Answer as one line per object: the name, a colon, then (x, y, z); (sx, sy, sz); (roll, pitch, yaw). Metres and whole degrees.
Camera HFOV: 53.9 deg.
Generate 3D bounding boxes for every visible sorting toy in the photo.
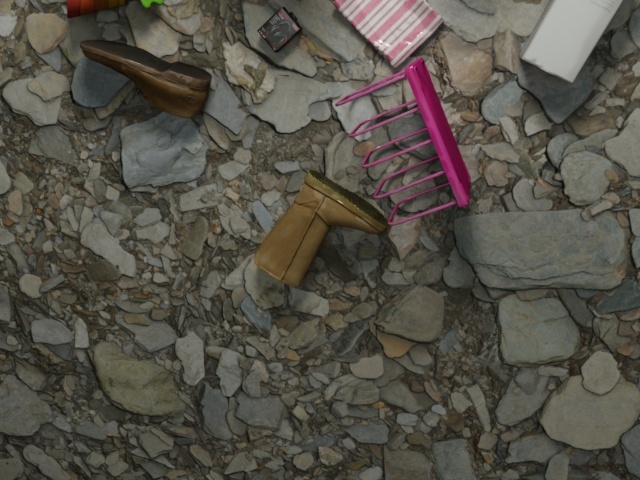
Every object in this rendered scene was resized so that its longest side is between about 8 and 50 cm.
sorting toy: (-0.474, -0.659, 1.356); (0.126, 0.127, 0.365); (4, 110, -21)

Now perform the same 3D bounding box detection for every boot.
boot: (0.000, 0.000, 1.487); (0.236, 0.089, 0.269); (35, 112, 9)
boot: (-0.406, -0.368, 1.429); (0.306, 0.112, 0.115); (21, 122, 1)

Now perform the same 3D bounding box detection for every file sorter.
file sorter: (0.176, -0.202, 1.319); (0.182, 0.202, 0.290); (-20, 104, 20)

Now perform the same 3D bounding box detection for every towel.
towel: (0.141, -0.478, 1.318); (0.197, 0.029, 0.144); (44, 112, -6)

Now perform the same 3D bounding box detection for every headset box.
headset box: (-0.085, -0.460, 1.367); (0.083, 0.032, 0.062); (-37, 99, 22)

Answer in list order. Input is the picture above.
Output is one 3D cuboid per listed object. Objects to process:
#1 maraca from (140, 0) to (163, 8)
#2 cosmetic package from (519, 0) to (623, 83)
maraca: (-0.404, -0.578, 1.333); (0.186, 0.099, 0.127); (30, 83, -39)
cosmetic package: (0.501, -0.440, 1.233); (0.117, 0.085, 0.231); (28, 114, 1)
